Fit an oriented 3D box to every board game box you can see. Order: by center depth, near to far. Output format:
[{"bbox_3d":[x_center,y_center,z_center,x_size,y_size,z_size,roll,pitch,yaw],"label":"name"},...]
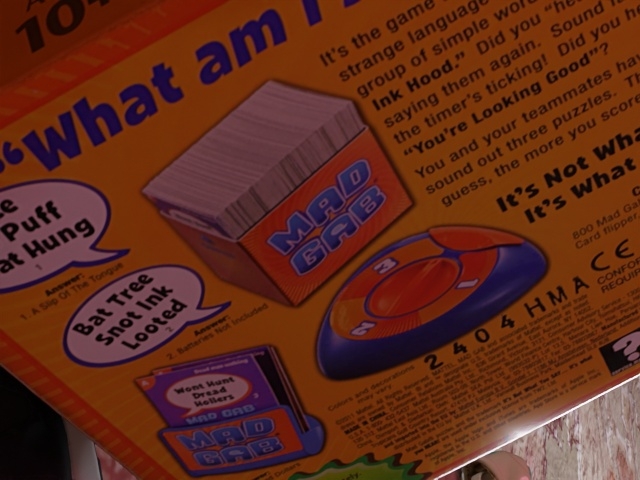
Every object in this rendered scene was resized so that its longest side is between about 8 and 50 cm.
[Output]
[{"bbox_3d":[-0.002,-0.124,0.677,0.356,0.356,0.356,54,10,-49],"label":"board game box"}]

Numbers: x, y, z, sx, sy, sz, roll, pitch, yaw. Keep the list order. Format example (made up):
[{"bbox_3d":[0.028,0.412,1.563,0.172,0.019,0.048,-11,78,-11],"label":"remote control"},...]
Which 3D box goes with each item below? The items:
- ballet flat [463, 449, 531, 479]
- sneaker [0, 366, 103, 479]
[{"bbox_3d":[0.194,0.353,1.527,0.086,0.086,0.248,46,37,-56],"label":"ballet flat"},{"bbox_3d":[-0.163,0.141,0.631,0.124,0.107,0.283,-56,132,-54],"label":"sneaker"}]
